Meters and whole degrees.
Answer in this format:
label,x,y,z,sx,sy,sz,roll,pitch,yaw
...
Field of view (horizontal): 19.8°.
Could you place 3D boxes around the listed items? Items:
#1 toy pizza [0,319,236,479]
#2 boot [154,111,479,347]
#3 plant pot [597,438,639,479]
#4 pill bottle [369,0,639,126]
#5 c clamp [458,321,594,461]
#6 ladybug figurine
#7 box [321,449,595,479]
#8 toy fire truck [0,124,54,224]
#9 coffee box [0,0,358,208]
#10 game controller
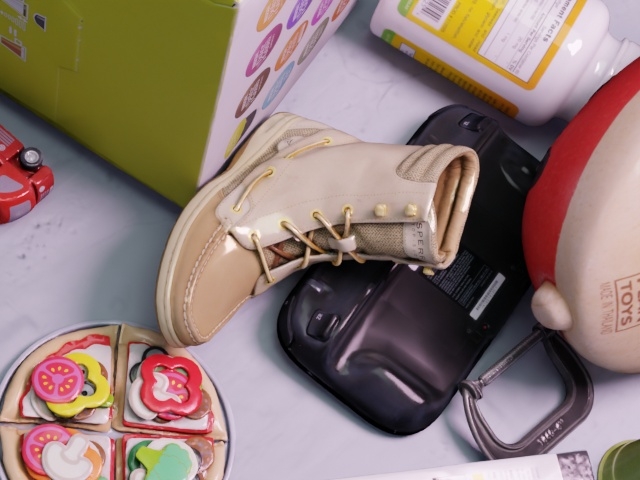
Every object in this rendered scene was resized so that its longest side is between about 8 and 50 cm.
label,x,y,z,sx,sy,sz,roll,pitch,yaw
toy pizza,-0.165,0.152,1.482,0.201,0.032,0.201,7,62,-13
boot,0.000,0.000,1.515,0.203,0.095,0.262,11,45,28
plant pot,0.290,0.195,1.564,0.083,0.079,0.083,7,61,-13
pill bottle,0.181,-0.191,1.702,0.245,0.136,0.136,31,59,1
c clamp,0.174,0.118,1.591,0.160,0.022,0.137,-42,100,-32
ladybug figurine,0.331,-0.060,1.612,0.449,0.305,0.162,-31,43,-30
box,0.112,0.239,1.500,0.244,0.060,0.100,-4,65,-18
toy fire truck,-0.335,-0.070,1.541,0.192,0.047,0.135,42,60,7
coffee box,-0.138,-0.294,1.528,0.338,0.337,0.334,33,62,6
game controller,0.099,0.021,1.621,0.166,0.067,0.319,43,60,-8
